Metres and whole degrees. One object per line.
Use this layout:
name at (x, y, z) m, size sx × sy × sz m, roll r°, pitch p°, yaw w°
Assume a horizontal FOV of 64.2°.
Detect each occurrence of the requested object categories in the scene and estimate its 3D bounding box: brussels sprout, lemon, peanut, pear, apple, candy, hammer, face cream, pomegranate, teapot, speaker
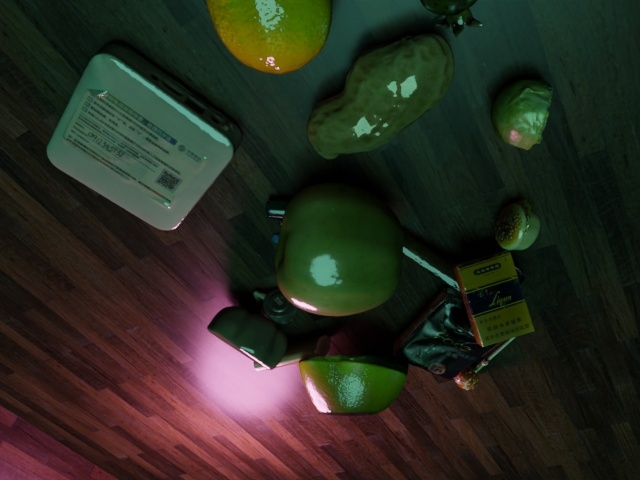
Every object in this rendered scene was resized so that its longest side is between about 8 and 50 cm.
brussels sprout at (0.447, -0.286, 1.150) m, size 0.122 × 0.149 × 0.151 m, roll 12°, pitch 93°, yaw 18°
lemon at (-0.101, -0.477, 0.995) m, size 0.245 × 0.245 × 0.319 m, roll -6°, pitch 131°, yaw 13°
peanut at (0.122, -0.317, 1.149) m, size 0.387 × 0.169 × 0.192 m, roll -34°, pitch 113°, yaw 31°
pear at (0.108, 0.509, 1.742) m, size 0.399 × 0.165 × 0.399 m, roll 1°, pitch 157°, yaw 0°
apple at (0.048, 0.022, 1.341) m, size 0.358 × 0.357 × 0.357 m, roll 4°, pitch 130°, yaw 5°
candy at (0.581, 0.425, 1.785) m, size 0.084 × 0.078 × 0.287 m, roll 31°, pitch 119°, yaw -13°
hammer at (0.366, 0.088, 1.485) m, size 0.409 × 0.095 × 0.242 m, roll 34°, pitch 91°, yaw -2°
face cream at (-0.112, 0.405, 1.818) m, size 0.285 × 0.139 × 0.067 m, roll -17°, pitch 92°, yaw 21°
pomegranate at (0.254, -0.493, 1.002) m, size 0.149 × 0.148 × 0.169 m, roll -2°, pitch 128°, yaw 10°
teapot at (-0.148, 0.228, 1.687) m, size 0.149 × 0.111 × 0.108 m, roll -1°, pitch 142°, yaw 3°
speaker at (-0.114, -0.085, 1.459) m, size 0.075 × 0.060 × 0.094 m, roll 5°, pitch 166°, yaw 3°

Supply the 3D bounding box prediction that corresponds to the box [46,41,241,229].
box at (-0.458, -0.249, 1.325) m, size 0.396 × 0.111 × 0.396 m, roll 34°, pitch 125°, yaw -21°

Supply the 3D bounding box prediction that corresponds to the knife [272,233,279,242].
knife at (0.000, -0.001, 1.526) m, size 0.297 × 0.026 × 0.044 m, roll 4°, pitch 128°, yaw 8°

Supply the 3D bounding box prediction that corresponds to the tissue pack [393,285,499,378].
tissue pack at (0.416, 0.313, 1.667) m, size 0.245 × 0.123 × 0.332 m, roll 24°, pitch 129°, yaw -12°

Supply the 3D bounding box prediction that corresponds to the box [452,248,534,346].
box at (0.475, 0.157, 1.410) m, size 0.152 × 0.070 × 0.237 m, roll -17°, pitch 93°, yaw 1°

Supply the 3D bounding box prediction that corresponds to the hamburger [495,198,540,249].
hamburger at (0.519, -0.041, 1.354) m, size 0.082 × 0.126 × 0.141 m, roll 14°, pitch 135°, yaw -18°

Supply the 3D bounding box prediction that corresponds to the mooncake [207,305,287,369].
mooncake at (-0.238, 0.318, 1.705) m, size 0.275 × 0.135 × 0.275 m, roll 27°, pitch 160°, yaw 11°
